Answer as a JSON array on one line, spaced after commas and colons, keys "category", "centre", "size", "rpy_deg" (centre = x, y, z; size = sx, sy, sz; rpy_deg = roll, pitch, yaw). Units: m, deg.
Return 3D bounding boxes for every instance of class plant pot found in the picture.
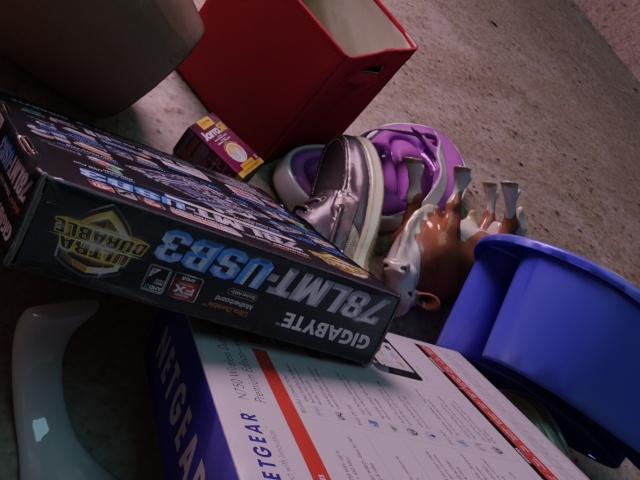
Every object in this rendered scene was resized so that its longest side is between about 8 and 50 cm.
[{"category": "plant pot", "centre": [-0.238, -0.254, 0.769], "size": [0.229, 0.263, 0.263], "rpy_deg": [49, 31, -25]}]

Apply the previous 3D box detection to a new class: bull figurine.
[{"category": "bull figurine", "centre": [0.160, 0.004, 0.975], "size": [0.101, 0.188, 0.310], "rpy_deg": [13, 3, 39]}]

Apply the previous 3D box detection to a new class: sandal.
[{"category": "sandal", "centre": [0.108, -0.097, 1.053], "size": [0.169, 0.102, 0.416], "rpy_deg": [52, 38, 10]}]

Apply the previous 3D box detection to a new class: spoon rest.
[{"category": "spoon rest", "centre": [-0.159, 0.183, 0.543], "size": [0.137, 0.084, 0.276], "rpy_deg": [-4, 71, -46]}]

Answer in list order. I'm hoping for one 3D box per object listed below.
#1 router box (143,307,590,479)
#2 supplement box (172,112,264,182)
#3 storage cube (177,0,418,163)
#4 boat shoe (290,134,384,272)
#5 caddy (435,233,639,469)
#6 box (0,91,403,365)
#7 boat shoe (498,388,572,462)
[{"category": "router box", "centre": [0.037, 0.153, 0.581], "size": [0.301, 0.082, 0.335], "rpy_deg": [17, 12, -21]}, {"category": "supplement box", "centre": [-0.114, -0.095, 0.881], "size": [0.083, 0.043, 0.055], "rpy_deg": [43, 36, -2]}, {"category": "storage cube", "centre": [-0.034, -0.236, 0.975], "size": [0.215, 0.193, 0.183], "rpy_deg": [51, 35, 10]}, {"category": "boat shoe", "centre": [0.000, 0.000, 0.821], "size": [0.092, 0.103, 0.285], "rpy_deg": [20, 61, -23]}, {"category": "caddy", "centre": [0.298, 0.120, 0.864], "size": [0.341, 0.241, 0.179], "rpy_deg": [36, 79, -13]}, {"category": "box", "centre": [-0.124, -0.018, 0.650], "size": [0.295, 0.073, 0.293], "rpy_deg": [19, 11, -34]}, {"category": "boat shoe", "centre": [0.203, 0.309, 0.745], "size": [0.116, 0.123, 0.324], "rpy_deg": [-10, 64, -28]}]
